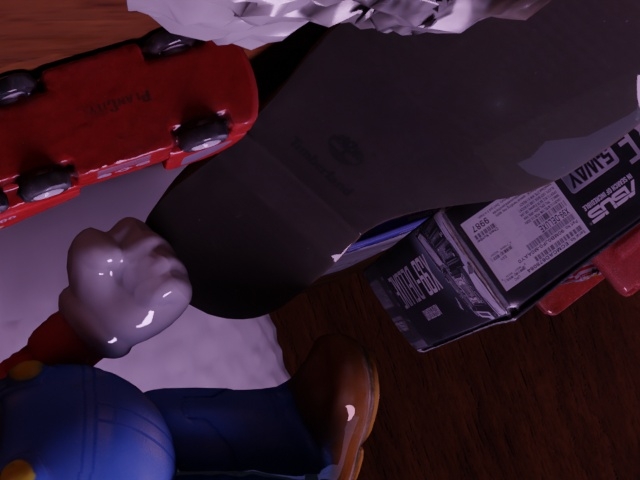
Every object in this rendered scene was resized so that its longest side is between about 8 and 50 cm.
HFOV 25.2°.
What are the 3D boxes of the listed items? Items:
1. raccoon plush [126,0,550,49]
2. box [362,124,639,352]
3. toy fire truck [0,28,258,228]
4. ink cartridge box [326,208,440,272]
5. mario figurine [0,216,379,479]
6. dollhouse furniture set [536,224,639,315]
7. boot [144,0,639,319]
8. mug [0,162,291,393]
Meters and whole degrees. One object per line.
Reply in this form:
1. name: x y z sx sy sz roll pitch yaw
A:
1. raccoon plush: 0.204 -0.028 0.345 0.446 0.299 0.216 -20 176 10
2. box: 0.186 -0.051 0.926 0.307 0.076 0.242 -35 177 -13
3. toy fire truck: -0.125 -0.028 0.583 0.192 0.047 0.135 -19 176 -13
4. ink cartridge box: 0.000 0.000 1.433 0.186 0.065 0.311 -17 178 -26
5. mario figurine: -0.126 0.088 0.605 0.320 0.170 0.198 2 -166 -13
6. dollhouse furniture set: 0.319 -0.102 1.264 0.374 0.152 0.201 -36 180 -15
7. boot: 0.043 -0.072 0.657 0.305 0.112 0.115 -28 -158 38
8. mug: -0.170 0.161 0.902 0.276 0.328 0.374 -15 174 -42
